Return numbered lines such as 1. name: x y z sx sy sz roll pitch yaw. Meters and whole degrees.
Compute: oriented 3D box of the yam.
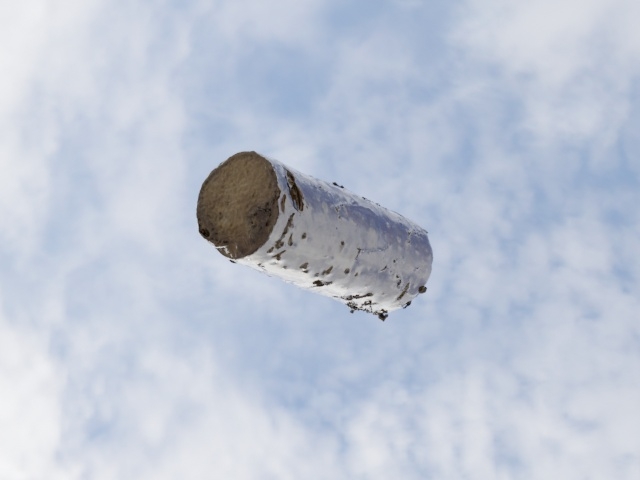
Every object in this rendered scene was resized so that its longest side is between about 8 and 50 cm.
1. yam: 0.001 -0.001 1.412 0.131 0.280 0.131 -15 -114 37
